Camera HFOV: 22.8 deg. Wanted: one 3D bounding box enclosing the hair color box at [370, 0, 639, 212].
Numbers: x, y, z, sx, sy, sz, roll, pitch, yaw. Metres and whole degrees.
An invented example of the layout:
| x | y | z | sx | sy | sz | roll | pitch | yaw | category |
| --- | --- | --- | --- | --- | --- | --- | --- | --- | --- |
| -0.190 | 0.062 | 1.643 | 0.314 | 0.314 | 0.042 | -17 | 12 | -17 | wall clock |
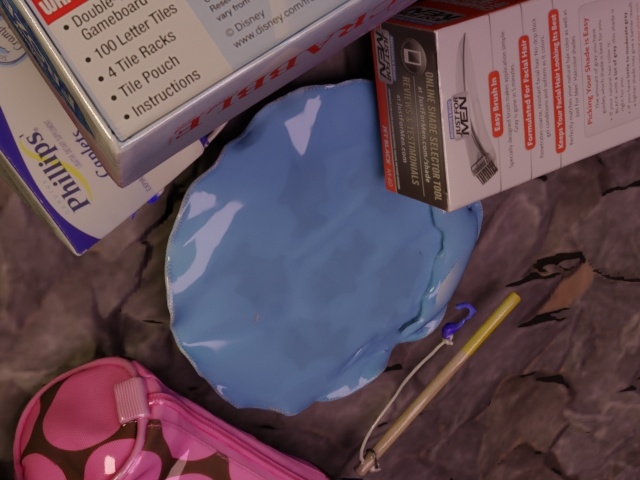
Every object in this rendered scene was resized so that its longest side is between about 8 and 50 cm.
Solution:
| x | y | z | sx | sy | sz | roll | pitch | yaw | category |
| --- | --- | --- | --- | --- | --- | --- | --- | --- | --- |
| 0.108 | -0.086 | 0.804 | 0.167 | 0.053 | 0.093 | -21 | 116 | -33 | hair color box |

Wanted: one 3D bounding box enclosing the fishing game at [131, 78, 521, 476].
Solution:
| x | y | z | sx | sy | sz | roll | pitch | yaw | category |
| --- | --- | --- | --- | --- | --- | --- | --- | --- | --- |
| 0.000 | 0.000 | 0.817 | 0.189 | 0.041 | 0.264 | -52 | 129 | -2 | fishing game |

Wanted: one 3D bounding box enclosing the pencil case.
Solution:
| x | y | z | sx | sy | sz | roll | pitch | yaw | category |
| --- | --- | --- | --- | --- | --- | --- | --- | --- | --- |
| -0.053 | 0.133 | 0.819 | 0.098 | 0.095 | 0.209 | -25 | 138 | 33 | pencil case |

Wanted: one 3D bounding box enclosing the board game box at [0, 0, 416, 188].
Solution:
| x | y | z | sx | sy | sz | roll | pitch | yaw | category |
| --- | --- | --- | --- | --- | --- | --- | --- | --- | --- |
| -0.026 | -0.235 | 0.556 | 0.318 | 0.066 | 0.318 | -33 | 86 | -12 | board game box |

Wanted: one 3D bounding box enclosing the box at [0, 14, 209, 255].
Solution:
| x | y | z | sx | sy | sz | roll | pitch | yaw | category |
| --- | --- | --- | --- | --- | --- | --- | --- | --- | --- |
| -0.125 | -0.082 | 0.642 | 0.072 | 0.137 | 0.126 | -38 | 126 | -10 | box |
